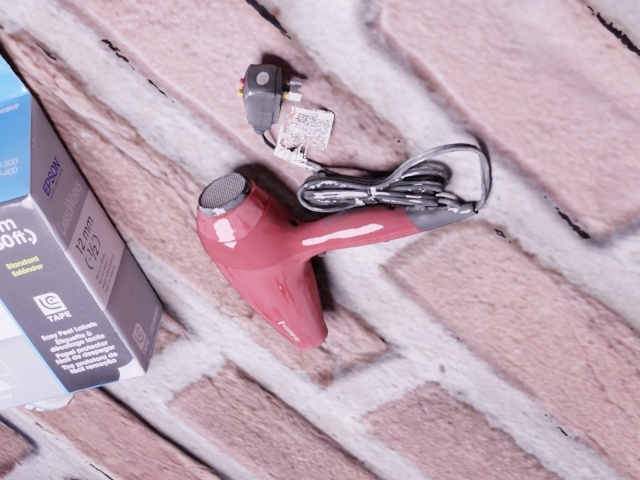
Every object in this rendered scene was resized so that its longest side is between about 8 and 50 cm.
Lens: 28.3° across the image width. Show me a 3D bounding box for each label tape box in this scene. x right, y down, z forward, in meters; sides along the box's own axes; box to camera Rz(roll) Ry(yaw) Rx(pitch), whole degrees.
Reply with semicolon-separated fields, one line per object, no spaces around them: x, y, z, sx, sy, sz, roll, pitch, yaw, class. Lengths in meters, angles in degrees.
-0.340;0.004;1.204;0.249;0.115;0.347;-15;128;17;label tape box

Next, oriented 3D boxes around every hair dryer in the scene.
0.000;0.000;1.091;0.224;0.080;0.293;25;139;3;hair dryer

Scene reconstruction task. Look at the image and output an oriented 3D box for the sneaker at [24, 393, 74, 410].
-0.331;0.112;1.388;0.083;0.071;0.190;-25;117;35;sneaker
